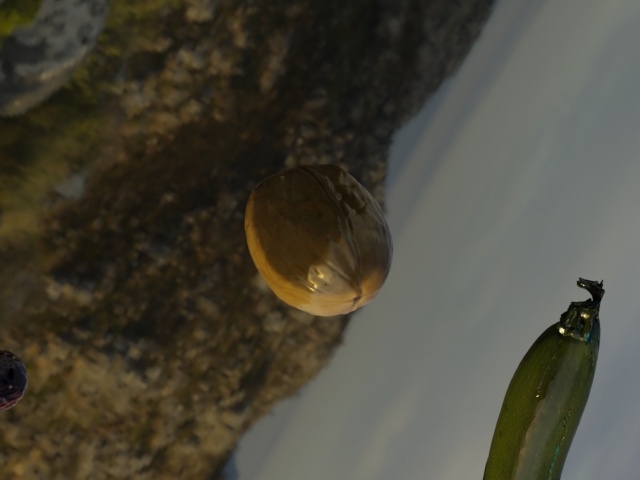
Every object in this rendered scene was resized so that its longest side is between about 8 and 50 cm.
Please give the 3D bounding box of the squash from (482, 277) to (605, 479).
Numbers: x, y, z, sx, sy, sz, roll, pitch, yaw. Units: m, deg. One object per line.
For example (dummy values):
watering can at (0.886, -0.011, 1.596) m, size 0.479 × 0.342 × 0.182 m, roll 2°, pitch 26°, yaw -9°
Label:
squash at (0.228, 0.194, 1.401) m, size 0.087 × 0.087 × 0.331 m, roll -52°, pitch 158°, yaw -74°

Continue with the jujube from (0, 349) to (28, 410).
jujube at (-0.404, 0.167, 1.570) m, size 0.129 × 0.077 × 0.077 m, roll -7°, pitch 137°, yaw -44°

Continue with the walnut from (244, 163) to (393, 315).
walnut at (0.000, 0.000, 1.601) m, size 0.165 × 0.197 × 0.165 m, roll -26°, pitch 150°, yaw -16°
